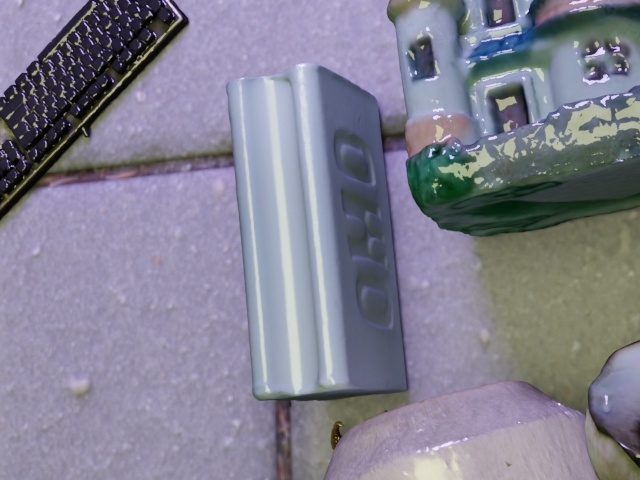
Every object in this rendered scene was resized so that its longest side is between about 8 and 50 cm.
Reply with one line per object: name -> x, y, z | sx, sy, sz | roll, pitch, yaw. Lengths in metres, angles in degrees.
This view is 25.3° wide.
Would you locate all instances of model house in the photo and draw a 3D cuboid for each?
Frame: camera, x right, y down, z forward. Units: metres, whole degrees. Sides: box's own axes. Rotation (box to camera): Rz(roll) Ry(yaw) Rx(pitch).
model house -> 0.189, -0.189, 1.136 | 0.267, 0.194, 0.325 | -13, 76, 22

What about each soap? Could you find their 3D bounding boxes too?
soap -> 0.000, 0.000, 1.207 | 0.088, 0.160, 0.265 | -9, 79, 21

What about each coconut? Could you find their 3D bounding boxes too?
coconut -> 0.125, 0.247, 1.085 | 0.237, 0.237, 0.266 | -21, 70, 20

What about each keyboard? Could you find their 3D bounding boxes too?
keyboard -> -0.265, -0.136, 1.412 | 0.317, 0.027, 0.106 | -45, 69, 12

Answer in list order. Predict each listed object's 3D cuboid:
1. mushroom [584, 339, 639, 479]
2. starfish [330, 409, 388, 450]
mushroom -> 0.321, 0.167, 1.033 | 0.189, 0.267, 0.164 | -139, 41, -61
starfish -> 0.042, 0.189, 1.238 | 0.078, 0.028, 0.091 | 18, 88, 19
